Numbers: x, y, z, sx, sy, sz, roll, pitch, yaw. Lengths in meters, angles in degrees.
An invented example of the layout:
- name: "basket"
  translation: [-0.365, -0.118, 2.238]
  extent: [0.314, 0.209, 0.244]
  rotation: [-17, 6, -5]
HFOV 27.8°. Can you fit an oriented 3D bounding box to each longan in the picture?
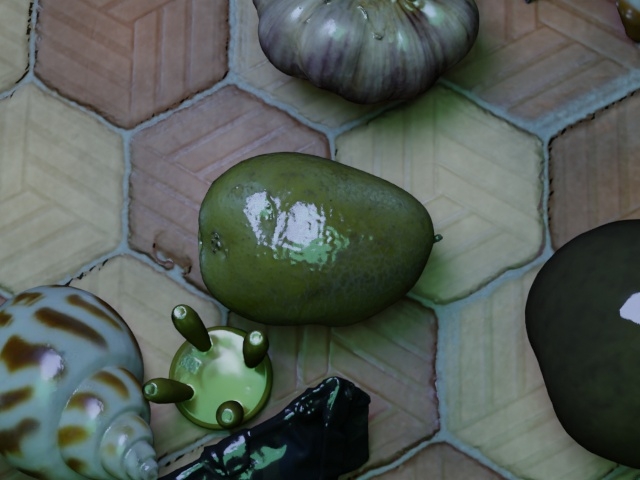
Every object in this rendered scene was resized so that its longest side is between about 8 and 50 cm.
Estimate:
- name: "longan"
  translation: [0.306, 0.095, 1.234]
  extent: [0.248, 0.248, 0.248]
  rotation: [-1, 77, 6]

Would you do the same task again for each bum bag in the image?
- name: "bum bag"
  translation: [-0.078, 0.245, 1.291]
  extent: [0.310, 0.137, 0.074]
  rotation: [-30, 36, 0]

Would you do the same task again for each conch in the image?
- name: "conch"
  translation: [-0.255, 0.154, 1.309]
  extent: [0.275, 0.149, 0.182]
  rotation: [40, 85, 13]

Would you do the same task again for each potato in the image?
- name: "potato"
  translation: [0.000, 0.000, 1.317]
  extent: [0.252, 0.159, 0.174]
  rotation: [2, 101, -2]

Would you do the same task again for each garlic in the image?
- name: "garlic"
  translation: [0.045, -0.241, 1.371]
  extent: [0.245, 0.160, 0.244]
  rotation: [1, 58, -2]

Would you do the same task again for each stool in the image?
- name: "stool"
  translation: [-0.110, 0.133, 1.318]
  extent: [0.135, 0.110, 0.134]
  rotation: [-26, 77, 0]

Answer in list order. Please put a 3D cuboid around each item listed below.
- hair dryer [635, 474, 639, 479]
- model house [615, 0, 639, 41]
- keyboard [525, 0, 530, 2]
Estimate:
- name: "hair dryer"
  translation: [0.400, 0.198, 1.287]
  extent: [0.237, 0.075, 0.206]
  rotation: [-21, 69, 9]
- name: "model house"
  translation: [0.390, -0.347, 1.331]
  extent: [0.190, 0.300, 0.271]
  rotation: [-26, 54, -37]
- name: "keyboard"
  translation: [0.251, -0.322, 1.362]
  extent: [0.014, 0.176, 0.055]
  rotation: [-23, 76, -33]
